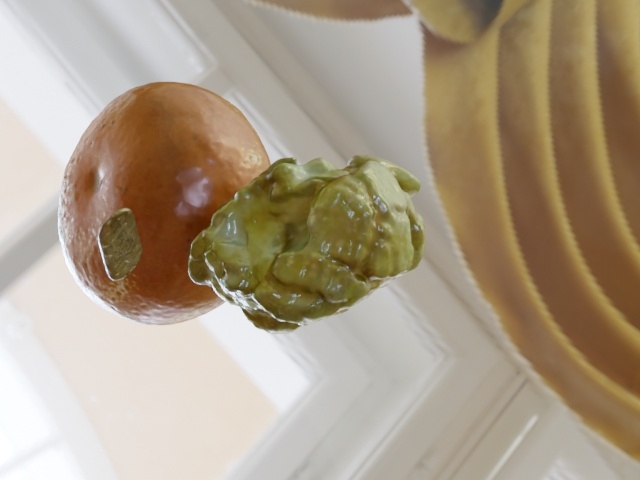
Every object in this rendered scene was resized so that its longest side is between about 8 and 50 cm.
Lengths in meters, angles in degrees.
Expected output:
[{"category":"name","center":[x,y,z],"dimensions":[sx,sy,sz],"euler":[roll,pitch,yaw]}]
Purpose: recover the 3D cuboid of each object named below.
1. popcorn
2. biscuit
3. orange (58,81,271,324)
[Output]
[{"category":"popcorn","center":[-0.003,0.012,2.083],"dimensions":[0.334,0.293,0.292],"euler":[0,-24,36]},{"category":"biscuit","center":[-0.301,0.006,2.059],"dimensions":[0.018,0.071,0.147],"euler":[32,-29,24]},{"category":"orange","center":[-0.258,-0.060,2.373],"dimensions":[0.326,0.424,0.424],"euler":[14,-8,-41]}]
